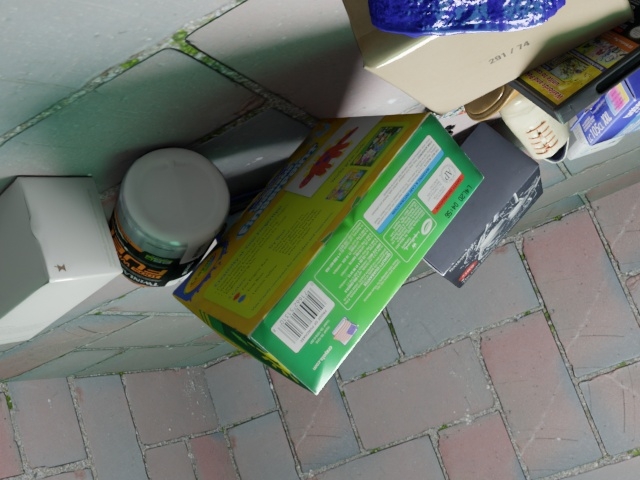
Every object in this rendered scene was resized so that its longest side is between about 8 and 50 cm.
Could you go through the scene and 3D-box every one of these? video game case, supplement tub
[{"bbox_3d":[0.400,-0.307,1.235,0.248,0.275,0.035,-36,121,7],"label":"video game case"},{"bbox_3d":[-0.295,-0.028,1.530,0.193,0.193,0.316,-13,165,-24],"label":"supplement tub"}]

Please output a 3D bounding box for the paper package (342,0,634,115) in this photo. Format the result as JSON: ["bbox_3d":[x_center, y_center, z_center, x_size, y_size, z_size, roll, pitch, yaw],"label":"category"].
[{"bbox_3d":[0.226,-0.335,1.115,0.325,0.168,0.309,-25,166,24],"label":"paper package"}]

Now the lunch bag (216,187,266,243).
[{"bbox_3d":[-0.063,-0.005,1.783,0.328,0.239,0.385,-18,-156,-3],"label":"lunch bag"}]

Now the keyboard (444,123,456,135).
[{"bbox_3d":[0.184,-0.172,1.715,0.201,0.033,0.317,-26,-169,28],"label":"keyboard"}]

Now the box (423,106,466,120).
[{"bbox_3d":[0.272,-0.288,1.656,0.094,0.027,0.137,-17,166,-13],"label":"box"}]

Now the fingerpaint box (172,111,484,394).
[{"bbox_3d":[0.000,0.000,1.381,0.445,0.163,0.371,-51,-155,-14],"label":"fingerpaint box"}]

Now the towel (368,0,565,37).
[{"bbox_3d":[0.156,-0.347,0.828,0.227,0.076,0.308,-6,139,3],"label":"towel"}]

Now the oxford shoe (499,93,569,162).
[{"bbox_3d":[0.486,-0.264,1.794,0.140,0.146,0.397,-25,165,25],"label":"oxford shoe"}]

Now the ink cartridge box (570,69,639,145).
[{"bbox_3d":[0.730,-0.353,1.797,0.395,0.151,0.270,-17,166,-5],"label":"ink cartridge box"}]

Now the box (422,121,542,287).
[{"bbox_3d":[0.371,-0.074,2.027,0.343,0.179,0.312,-50,161,5],"label":"box"}]

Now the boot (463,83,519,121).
[{"bbox_3d":[0.405,-0.335,1.523,0.220,0.109,0.283,-17,156,-29],"label":"boot"}]

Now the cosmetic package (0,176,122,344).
[{"bbox_3d":[-0.540,0.047,1.483,0.365,0.197,0.155,-29,165,38],"label":"cosmetic package"}]

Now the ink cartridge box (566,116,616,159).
[{"bbox_3d":[0.839,-0.346,2.095,0.385,0.091,0.308,-18,167,-3],"label":"ink cartridge box"}]
